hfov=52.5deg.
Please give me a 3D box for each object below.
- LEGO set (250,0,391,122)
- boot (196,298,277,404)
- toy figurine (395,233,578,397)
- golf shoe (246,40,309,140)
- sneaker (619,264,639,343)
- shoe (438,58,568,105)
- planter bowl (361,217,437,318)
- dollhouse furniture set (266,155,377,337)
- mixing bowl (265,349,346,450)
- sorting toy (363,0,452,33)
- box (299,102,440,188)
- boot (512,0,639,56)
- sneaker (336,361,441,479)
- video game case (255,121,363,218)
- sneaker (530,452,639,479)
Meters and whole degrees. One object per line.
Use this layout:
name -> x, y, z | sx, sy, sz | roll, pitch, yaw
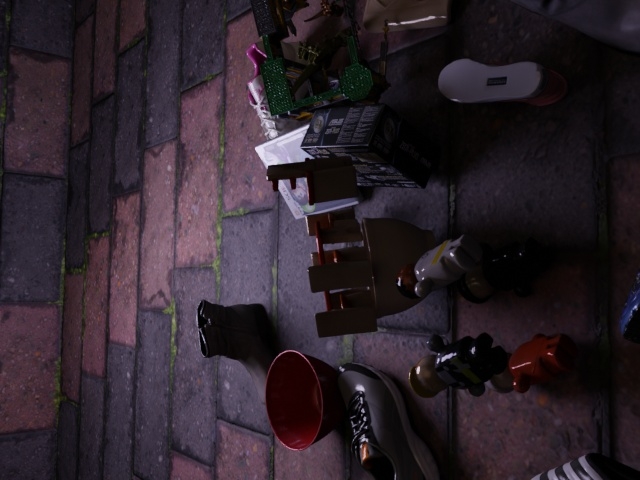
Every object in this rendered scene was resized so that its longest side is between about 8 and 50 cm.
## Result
LEGO set -> 0.011, -0.365, 1.202 | 0.255, 0.192, 0.331 | -22, 86, 26
boot -> -0.183, 0.243, 1.389 | 0.083, 0.161, 0.246 | -44, 54, 41
toy figurine -> 0.209, 0.103, 0.866 | 0.148, 0.210, 0.212 | -36, 59, 51
golf shoe -> -0.094, -0.266, 1.341 | 0.115, 0.140, 0.306 | -9, 82, 50
sneaker -> 0.405, 0.026, 0.739 | 0.087, 0.083, 0.221 | -78, 2, -62
shoe -> 0.259, -0.222, 0.930 | 0.178, 0.081, 0.063 | 15, 98, 48
planter bowl -> 0.129, 0.038, 1.028 | 0.162, 0.109, 0.162 | -7, -90, -90
dollhouse furniture set -> 0.000, 0.000, 1.051 | 0.262, 0.135, 0.259 | -96, -1, -70
mixing bowl -> -0.016, 0.296, 1.222 | 0.181, 0.098, 0.181 | -7, 80, 51
sorting toy -> 0.129, -0.491, 1.153 | 0.307, 0.041, 0.228 | 16, 100, 51
box -> 0.081, -0.155, 1.087 | 0.180, 0.147, 0.077 | 8, 73, 53
boot -> 0.294, -0.317, 0.782 | 0.338, 0.223, 0.118 | 34, 113, 48
sneaker -> 0.093, 0.313, 1.078 | 0.271, 0.108, 0.100 | 57, 131, 39
video game case -> -0.025, -0.131, 1.251 | 0.190, 0.022, 0.173 | -12, 114, 48
sneaker -> 0.361, 0.437, 0.674 | 0.257, 0.169, 0.447 | -56, 45, 35
